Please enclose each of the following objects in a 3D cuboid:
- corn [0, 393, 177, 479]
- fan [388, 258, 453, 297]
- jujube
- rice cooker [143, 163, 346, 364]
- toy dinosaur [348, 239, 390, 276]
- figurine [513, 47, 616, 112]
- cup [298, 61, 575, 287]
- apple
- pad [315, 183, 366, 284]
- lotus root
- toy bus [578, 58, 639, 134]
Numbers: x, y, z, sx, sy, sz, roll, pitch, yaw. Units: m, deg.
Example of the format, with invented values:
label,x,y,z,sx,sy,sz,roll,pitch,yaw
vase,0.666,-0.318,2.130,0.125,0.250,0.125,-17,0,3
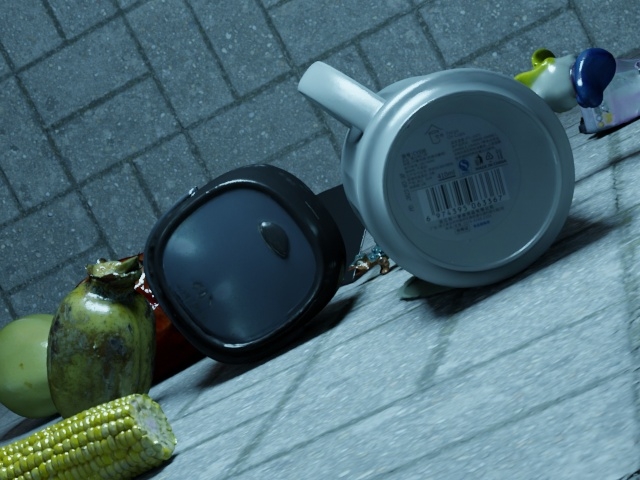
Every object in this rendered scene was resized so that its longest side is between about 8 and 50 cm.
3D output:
label,x,y,z,sx,sy,sz,roll,pitch,yaw
corn,-0.277,0.243,1.440,0.244,0.093,0.093,-25,5,9
fan,0.179,0.019,1.744,0.233,0.012,0.415,-28,7,-14
jujube,-0.249,0.110,2.117,0.318,0.223,0.223,-21,4,-10
rice cooker,-0.099,0.027,1.817,0.267,0.267,0.224,-27,3,6
toy dinosaur,0.110,0.010,1.979,0.154,0.055,0.049,-32,3,-2
figurine,0.265,-0.147,1.840,0.338,0.204,0.283,-31,-12,15
cup,0.117,-0.104,1.550,0.237,0.323,0.327,-55,5,4
apple,-0.485,0.219,2.322,0.200,0.200,0.200,-27,5,3
pad,0.001,0.000,2.206,0.300,0.005,0.202,-21,50,58
lotus root,-0.299,0.131,1.835,0.154,0.278,0.154,8,19,-3
toy bus,0.511,-0.259,2.350,0.138,0.112,0.317,-16,9,14
